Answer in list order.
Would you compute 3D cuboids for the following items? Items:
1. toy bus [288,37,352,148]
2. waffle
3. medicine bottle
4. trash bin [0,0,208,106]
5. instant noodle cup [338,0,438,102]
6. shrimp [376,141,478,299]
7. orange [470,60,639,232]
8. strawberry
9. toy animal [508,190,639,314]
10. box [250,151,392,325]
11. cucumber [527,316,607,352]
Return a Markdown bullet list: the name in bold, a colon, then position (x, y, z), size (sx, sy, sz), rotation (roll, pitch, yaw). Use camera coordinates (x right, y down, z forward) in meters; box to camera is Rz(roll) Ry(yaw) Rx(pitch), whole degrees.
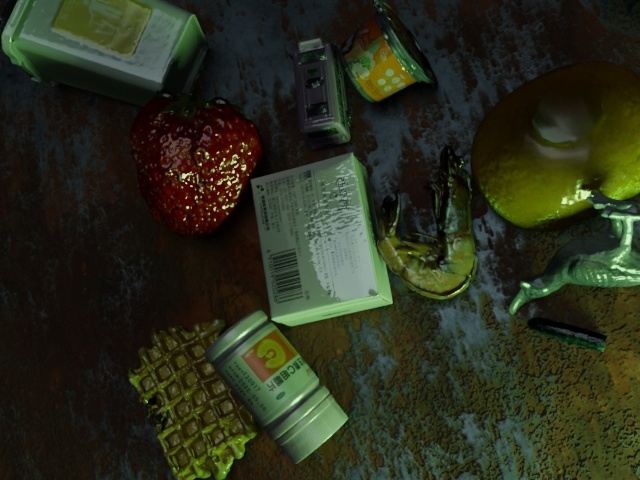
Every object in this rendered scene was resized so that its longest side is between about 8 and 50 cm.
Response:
- **toy bus**: position (-0.001, -0.286, 1.591), size (0.096, 0.108, 0.199), rotation (-10, 73, 13)
- **waffle**: position (-0.236, 0.292, 1.533), size (0.283, 0.065, 0.310), rotation (11, 76, 16)
- **medicine bottle**: position (-0.078, 0.252, 1.433), size (0.133, 0.133, 0.250), rotation (-39, 83, 3)
- **trash bin**: position (-0.432, -0.406, 1.691), size (0.367, 0.296, 0.256), rotation (20, 80, 6)
- **instant noodle cup**: position (0.114, -0.343, 1.553), size (0.125, 0.177, 0.208), rotation (-31, 100, 22)
- **shrimp**: position (0.188, -0.037, 1.484), size (0.178, 0.075, 0.290), rotation (-2, 84, -1)
- **orange**: position (0.429, -0.167, 1.414), size (0.334, 0.196, 0.263), rotation (-22, 84, 2)
- **strawberry**: position (-0.240, -0.140, 1.568), size (0.257, 0.257, 0.277), rotation (16, 97, 19)
- **toy animal**: position (0.482, 0.019, 1.347), size (0.366, 0.206, 0.081), rotation (-7, 31, 16)
- **box**: position (0.001, 0.001, 1.509), size (0.203, 0.116, 0.274), rotation (-15, 73, 14)
- **cucumber**: position (0.415, 0.156, 1.395), size (0.133, 0.032, 0.032), rotation (17, 81, 21)
